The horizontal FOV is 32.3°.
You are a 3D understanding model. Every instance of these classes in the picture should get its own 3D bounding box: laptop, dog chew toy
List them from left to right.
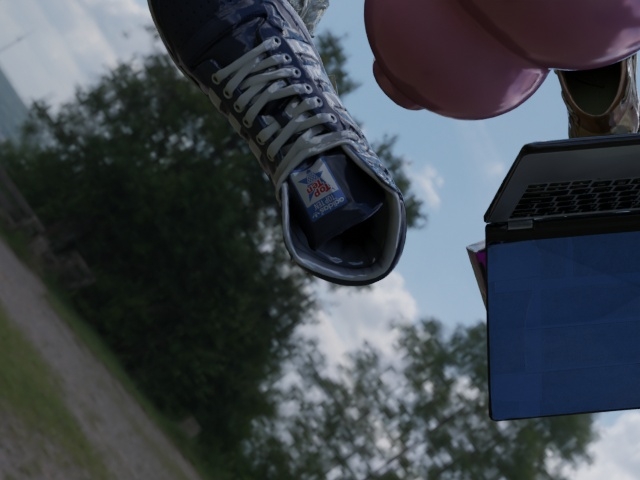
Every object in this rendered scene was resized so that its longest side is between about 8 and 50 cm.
[{"bbox_3d":[0.152,-0.198,0.651,0.206,0.332,0.207,31,35,-25],"label":"dog chew toy"},{"bbox_3d":[0.390,0.049,1.227,0.408,0.382,0.236,90,-6,-75],"label":"laptop"}]

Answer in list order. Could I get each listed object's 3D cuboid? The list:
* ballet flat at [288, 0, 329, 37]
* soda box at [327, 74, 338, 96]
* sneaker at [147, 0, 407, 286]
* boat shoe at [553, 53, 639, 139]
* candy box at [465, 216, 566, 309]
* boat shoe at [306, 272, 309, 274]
[{"bbox_3d":[-0.016,-0.373,0.997,0.147,0.409,0.147,12,-8,2],"label":"ballet flat"},{"bbox_3d":[0.002,-0.122,1.455,0.058,0.061,0.181,137,-55,-86],"label":"soda box"},{"bbox_3d":[-0.028,-0.088,0.813,0.282,0.099,0.153,53,9,-21],"label":"sneaker"},{"bbox_3d":[0.368,-0.251,1.491,0.120,0.122,0.324,56,24,-51],"label":"boat shoe"},{"bbox_3d":[0.389,0.046,1.930,0.071,0.233,0.159,-131,-158,-77],"label":"candy box"},{"bbox_3d":[0.000,0.000,1.917,0.123,0.116,0.324,46,-8,24],"label":"boat shoe"}]
